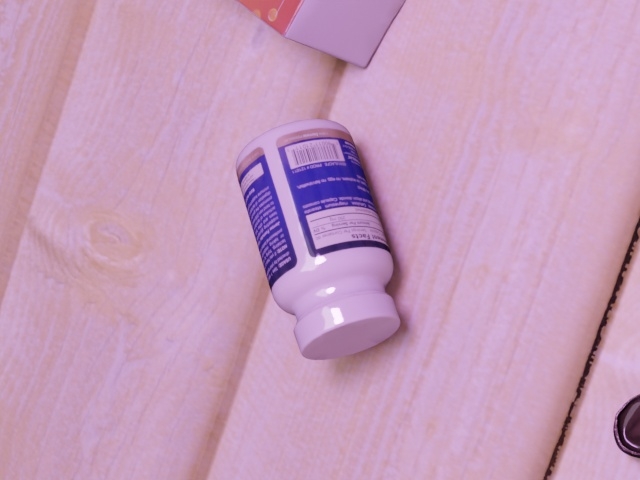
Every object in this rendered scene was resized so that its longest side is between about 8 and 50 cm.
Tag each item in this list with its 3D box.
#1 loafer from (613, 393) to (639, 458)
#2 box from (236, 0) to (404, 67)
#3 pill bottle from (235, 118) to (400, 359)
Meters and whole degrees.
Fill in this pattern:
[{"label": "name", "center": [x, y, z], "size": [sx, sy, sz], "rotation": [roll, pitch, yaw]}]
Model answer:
[{"label": "loafer", "center": [0.384, 0.169, 1.434], "size": [0.220, 0.078, 0.080], "rotation": [-22, 70, 35]}, {"label": "box", "center": [-0.045, -0.407, 1.823], "size": [0.345, 0.168, 0.215], "rotation": [41, 108, 36]}, {"label": "pill bottle", "center": [0.000, 0.000, 1.729], "size": [0.153, 0.153, 0.265], "rotation": [-31, 64, 32]}]
